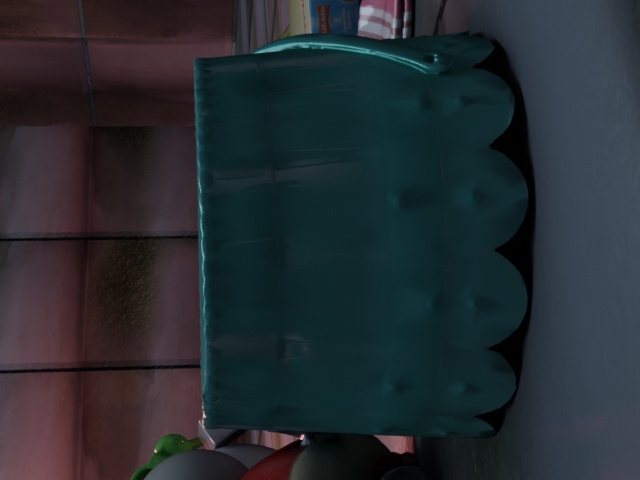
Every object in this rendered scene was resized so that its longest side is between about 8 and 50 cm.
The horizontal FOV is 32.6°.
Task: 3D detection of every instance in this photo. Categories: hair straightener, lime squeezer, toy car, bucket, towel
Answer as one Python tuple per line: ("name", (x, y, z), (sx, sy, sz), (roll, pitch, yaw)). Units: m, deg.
("hair straightener", (0.068, 0.282, 0.830), (0.089, 0.047, 0.230), (-163, 72, -83))
("lime squeezer", (-0.240, 0.347, 1.591), (0.110, 0.059, 0.310), (-57, -3, 39))
("toy car", (-0.064, 0.230, 0.917), (0.210, 0.238, 0.219), (22, -115, -66))
("bucket", (0.010, -0.002, 0.719), (0.281, 0.183, 0.281), (179, 90, -83))
("towel", (0.055, -0.242, 0.953), (0.144, 0.029, 0.197), (-119, 29, -74))

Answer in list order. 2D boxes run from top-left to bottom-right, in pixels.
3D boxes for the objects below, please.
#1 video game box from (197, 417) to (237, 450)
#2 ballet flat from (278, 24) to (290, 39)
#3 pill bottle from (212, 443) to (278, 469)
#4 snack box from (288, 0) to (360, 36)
("video game box", (-0.092, 0.234, 1.587), (0.048, 0.187, 0.205), (50, 165, 8))
("ballet flat", (-0.055, -0.148, 1.500), (0.123, 0.123, 0.348), (-110, 20, -69))
("pill bottle", (-0.123, 0.436, 1.651), (0.407, 0.229, 0.229), (113, 156, -73))
("snack box", (-0.002, -0.303, 1.266), (0.187, 0.060, 0.322), (104, 163, -66))
